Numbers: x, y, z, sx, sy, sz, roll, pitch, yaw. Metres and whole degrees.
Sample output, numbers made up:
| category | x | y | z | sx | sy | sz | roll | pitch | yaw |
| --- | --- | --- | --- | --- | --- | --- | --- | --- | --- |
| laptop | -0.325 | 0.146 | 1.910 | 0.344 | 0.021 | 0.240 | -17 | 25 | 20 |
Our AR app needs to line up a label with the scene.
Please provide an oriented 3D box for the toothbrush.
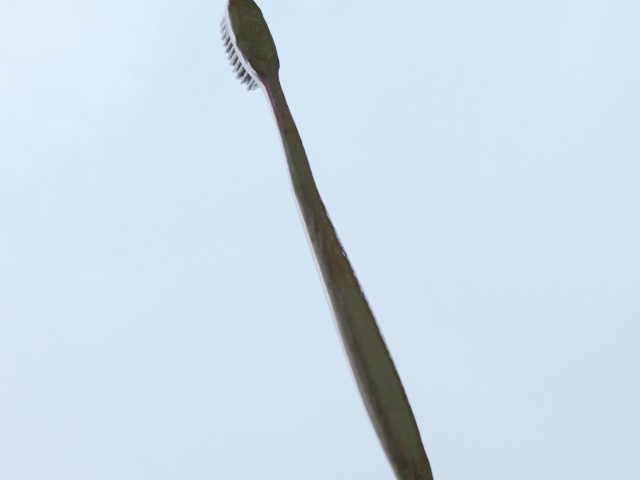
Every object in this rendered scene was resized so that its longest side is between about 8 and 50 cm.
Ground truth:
| category | x | y | z | sx | sy | sz | roll | pitch | yaw |
| --- | --- | --- | --- | --- | --- | --- | --- | --- | --- |
| toothbrush | 0.000 | 0.000 | 0.571 | 0.025 | 0.029 | 0.307 | -13 | -106 | -27 |
